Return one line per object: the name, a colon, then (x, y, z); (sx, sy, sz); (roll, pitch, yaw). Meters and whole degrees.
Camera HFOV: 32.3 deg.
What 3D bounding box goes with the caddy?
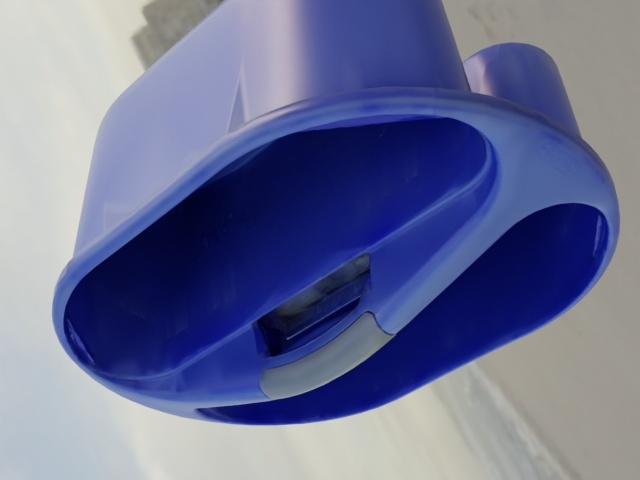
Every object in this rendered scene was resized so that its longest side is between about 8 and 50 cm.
caddy: (0.000, 0.000, 0.632); (0.241, 0.341, 0.179); (26, -134, -34)
